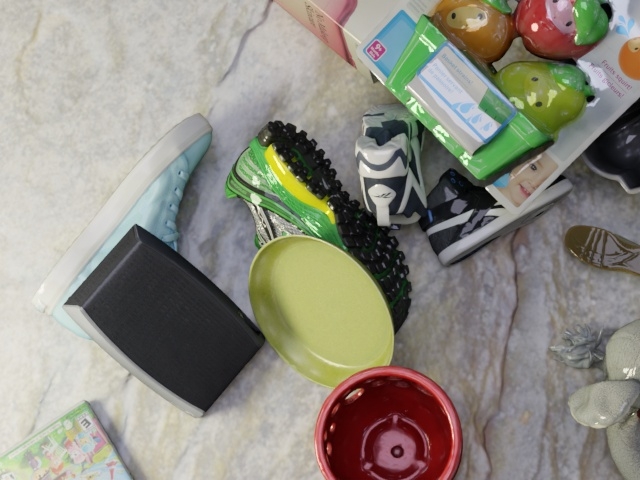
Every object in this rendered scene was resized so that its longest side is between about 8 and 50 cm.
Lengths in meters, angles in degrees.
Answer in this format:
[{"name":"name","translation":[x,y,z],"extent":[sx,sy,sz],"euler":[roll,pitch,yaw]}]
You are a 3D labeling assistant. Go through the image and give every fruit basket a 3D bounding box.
[{"name":"fruit basket","translation":[0.268,-0.265,1.688],"extent":[0.327,0.165,0.353],"euler":[47,111,7]}]

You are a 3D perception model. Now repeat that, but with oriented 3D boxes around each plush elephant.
[{"name":"plush elephant","translation":[0.452,0.184,1.630],"extent":[0.330,0.255,0.272],"euler":[30,81,13]}]

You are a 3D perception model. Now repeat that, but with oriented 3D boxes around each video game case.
[{"name":"video game case","translation":[-0.373,0.363,1.804],"extent":[0.212,0.023,0.193],"euler":[-33,75,-2]}]

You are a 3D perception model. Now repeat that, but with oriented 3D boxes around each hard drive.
[{"name":"hard drive","translation":[-0.210,0.117,1.770],"extent":[0.255,0.054,0.172],"euler":[43,83,-18]}]

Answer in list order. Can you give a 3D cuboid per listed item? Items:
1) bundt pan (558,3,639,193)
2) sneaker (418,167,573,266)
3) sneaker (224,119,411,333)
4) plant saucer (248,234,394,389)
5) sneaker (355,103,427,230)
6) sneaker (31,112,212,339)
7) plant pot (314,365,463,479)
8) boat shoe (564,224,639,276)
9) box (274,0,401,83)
[{"name":"bundt pan","translation":[0.495,-0.219,1.763],"extent":[0.331,0.124,0.331],"euler":[0,91,23]},{"name":"sneaker","translation":[0.238,-0.067,1.811],"extent":[0.217,0.079,0.121],"euler":[-30,76,0]},{"name":"sneaker","translation":[0.000,0.000,1.817],"extent":[0.146,0.134,0.343],"euler":[-42,79,31]},{"name":"plant saucer","translation":[0.007,0.094,1.751],"extent":[0.241,0.241,0.037],"euler":[38,42,14]},{"name":"sneaker","translation":[0.107,-0.098,1.808],"extent":[0.094,0.235,0.153],"euler":[0,114,8]},{"name":"sneaker","translation":[-0.249,-0.011,1.846],"extent":[0.150,0.135,0.366],"euler":[38,84,-6]},{"name":"plant pot","translation":[0.094,0.271,1.693],"extent":[0.191,0.174,0.191],"euler":[-2,76,7]},{"name":"boat shoe","translation":[0.418,0.019,1.791],"extent":[0.153,0.048,0.056],"euler":[15,90,17]},{"name":"box","translation":[0.031,-0.366,1.877],"extent":[0.232,0.148,0.127],"euler":[42,84,15]}]
